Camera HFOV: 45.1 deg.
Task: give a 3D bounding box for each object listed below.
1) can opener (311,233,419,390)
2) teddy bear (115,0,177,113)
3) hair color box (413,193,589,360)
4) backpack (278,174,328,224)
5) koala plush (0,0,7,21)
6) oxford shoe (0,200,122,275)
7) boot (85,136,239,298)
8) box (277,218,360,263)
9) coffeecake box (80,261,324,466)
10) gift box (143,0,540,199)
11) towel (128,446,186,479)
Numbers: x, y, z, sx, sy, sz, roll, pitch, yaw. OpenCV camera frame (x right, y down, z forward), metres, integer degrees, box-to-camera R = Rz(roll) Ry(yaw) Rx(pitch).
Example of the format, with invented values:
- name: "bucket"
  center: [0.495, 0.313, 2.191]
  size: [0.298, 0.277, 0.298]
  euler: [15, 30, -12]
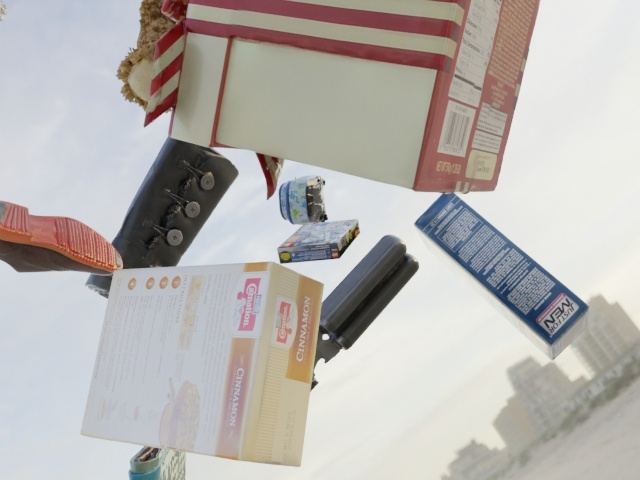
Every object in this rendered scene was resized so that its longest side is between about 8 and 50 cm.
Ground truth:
- name: "can opener"
  center: [0.012, 0.105, 1.070]
  size: [0.283, 0.095, 0.076]
  euler: [-47, -57, -10]
- name: "teddy bear"
  center: [-0.138, -0.306, 0.931]
  size: [0.245, 0.338, 0.113]
  euler: [-7, 6, -9]
- name: "hair color box"
  center: [0.348, 0.066, 1.487]
  size: [0.105, 0.347, 0.174]
  euler: [-46, -24, 0]
- name: "backpack"
  center: [-0.040, -0.080, 1.590]
  size: [0.084, 0.105, 0.114]
  euler: [-3, 6, 16]
- name: "koala plush"
  center: [-0.572, -0.325, 1.158]
  size: [0.196, 0.221, 0.203]
  euler: [-25, -65, -8]
- name: "oxford shoe"
  center: [-0.485, 0.014, 1.370]
  size: [0.271, 0.097, 0.098]
  euler: [24, -58, -35]
- name: "boot"
  center: [-0.336, -0.004, 1.937]
  size: [0.367, 0.146, 0.445]
  euler: [43, -117, -43]
- name: "box"
  center: [0.000, 0.000, 1.171]
  size: [0.093, 0.027, 0.137]
  euler: [-5, 15, 18]
- name: "coffeecake box"
  center: [-0.096, 0.096, 0.616]
  size: [0.185, 0.142, 0.068]
  euler: [-4, -19, 38]
- name: "gift box"
  center: [0.017, -0.155, 0.657]
  size: [0.255, 0.258, 0.276]
  euler: [4, -78, -63]
- name: "towel"
  center: [-0.236, 0.461, 1.124]
  size: [0.040, 0.370, 0.271]
  euler: [2, 2, 0]
